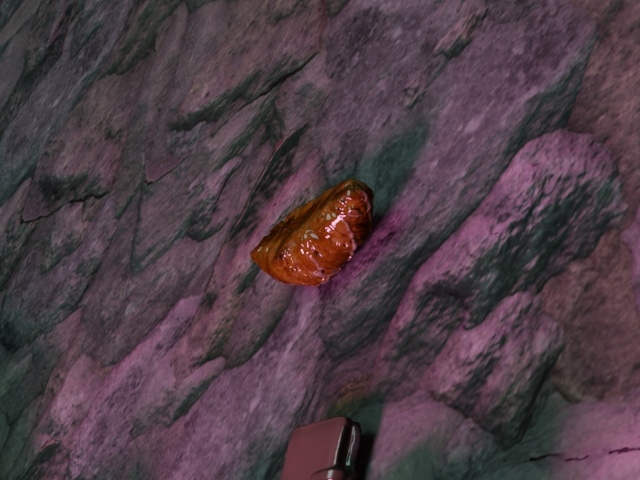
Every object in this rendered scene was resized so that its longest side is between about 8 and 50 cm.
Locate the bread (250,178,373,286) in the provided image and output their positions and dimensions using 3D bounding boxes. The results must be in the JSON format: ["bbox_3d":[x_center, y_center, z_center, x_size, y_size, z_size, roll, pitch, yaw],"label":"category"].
[{"bbox_3d":[0.000,0.000,2.064,0.233,0.076,0.105,-34,22,54],"label":"bread"}]

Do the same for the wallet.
[{"bbox_3d":[-0.007,0.254,1.845,0.118,0.038,0.153,-20,49,56],"label":"wallet"}]
